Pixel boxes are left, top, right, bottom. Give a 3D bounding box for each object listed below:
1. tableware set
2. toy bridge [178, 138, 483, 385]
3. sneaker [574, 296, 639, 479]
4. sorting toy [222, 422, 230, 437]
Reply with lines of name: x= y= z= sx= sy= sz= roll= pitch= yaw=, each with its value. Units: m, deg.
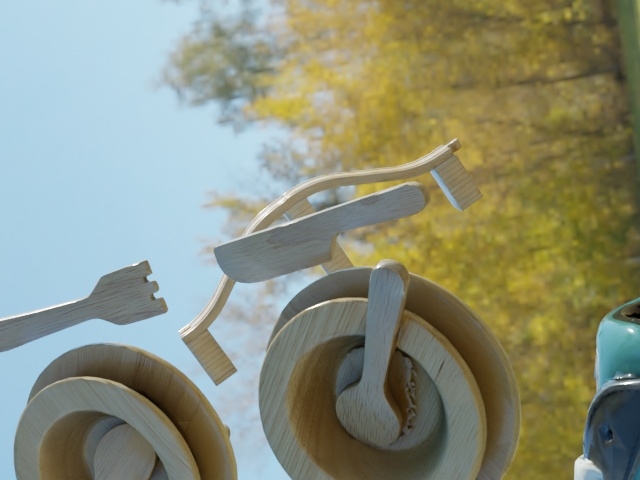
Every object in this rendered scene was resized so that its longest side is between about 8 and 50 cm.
tableware set: x=-0.029 y=0.066 z=0.458 sx=0.039 sy=0.194 sz=0.128 roll=-35 pitch=-76 yaw=-59
toy bridge: x=0.000 y=0.000 z=0.776 sx=0.063 sy=0.188 sz=0.026 roll=55 pitch=178 yaw=-12
sneaker: x=0.122 y=0.080 z=0.443 sx=0.302 sy=0.121 sz=0.108 roll=-57 pitch=-10 yaw=28
sorting toy: x=-0.178 y=0.349 z=1.453 sx=0.307 sy=0.041 sz=0.229 roll=-51 pitch=-17 yaw=-25
